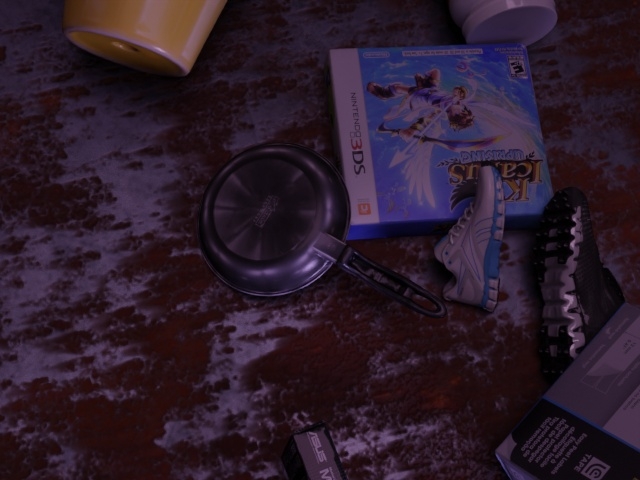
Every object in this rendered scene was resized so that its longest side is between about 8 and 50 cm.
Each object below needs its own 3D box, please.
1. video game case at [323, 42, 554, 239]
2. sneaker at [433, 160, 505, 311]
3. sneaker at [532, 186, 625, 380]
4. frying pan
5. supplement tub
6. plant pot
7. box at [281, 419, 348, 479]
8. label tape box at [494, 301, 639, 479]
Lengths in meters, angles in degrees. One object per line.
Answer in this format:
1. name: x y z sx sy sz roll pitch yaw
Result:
1. video game case: 0.150 -0.131 1.344 0.269 0.061 0.244 -4 72 -8
2. sneaker: 0.179 -0.003 1.260 0.082 0.071 0.191 4 111 7
3. sneaker: 0.322 0.053 1.282 0.106 0.078 0.235 2 87 -25
4. frying pan: -0.025 0.017 1.245 0.197 0.053 0.326 -38 68 1
5. supplement tub: 0.230 -0.365 1.389 0.144 0.144 0.200 -8 72 -9
6. plant pot: -0.209 -0.343 1.292 0.253 0.254 0.239 17 86 -1
7. box: 0.012 0.297 1.110 0.045 0.191 0.184 -21 74 -12
8. label tape box: 0.399 0.239 1.109 0.249 0.115 0.347 -44 37 -15
